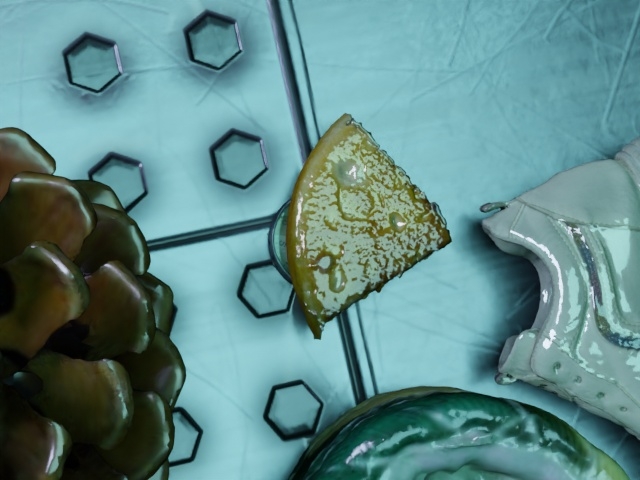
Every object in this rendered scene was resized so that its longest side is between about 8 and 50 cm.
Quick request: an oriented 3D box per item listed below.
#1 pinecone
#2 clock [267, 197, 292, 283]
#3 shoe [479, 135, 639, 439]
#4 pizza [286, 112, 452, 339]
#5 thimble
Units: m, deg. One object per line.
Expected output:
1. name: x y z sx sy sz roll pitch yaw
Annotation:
1. pinecone: -0.272 0.087 1.002 0.384 0.384 0.385 1 84 -7
2. clock: 0.000 0.000 1.218 0.085 0.017 0.085 1 84 -8
3. shoe: 0.241 0.094 1.194 0.210 0.132 0.342 -16 87 0
4. pizza: 0.037 -0.013 1.195 0.130 0.041 0.178 -3 84 -6
5. thimble: 0.108 0.243 1.131 0.288 0.167 0.254 28 84 -3
